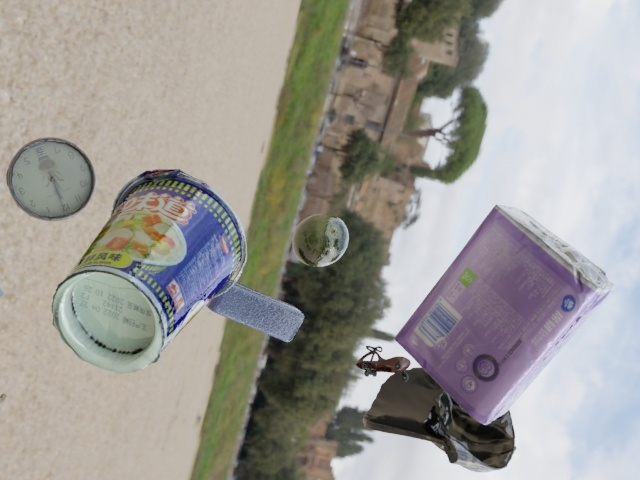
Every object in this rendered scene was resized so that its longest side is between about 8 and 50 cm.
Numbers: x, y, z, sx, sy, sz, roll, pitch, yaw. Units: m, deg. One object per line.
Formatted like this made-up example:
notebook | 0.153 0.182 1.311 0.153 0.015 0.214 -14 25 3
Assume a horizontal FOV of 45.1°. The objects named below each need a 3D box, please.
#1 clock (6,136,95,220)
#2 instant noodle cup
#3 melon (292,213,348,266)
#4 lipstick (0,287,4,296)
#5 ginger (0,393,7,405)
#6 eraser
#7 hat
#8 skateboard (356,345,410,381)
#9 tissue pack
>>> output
clock | -0.578 -0.132 1.661 0.040 0.184 0.184 -168 -87 -69
instant noodle cup | -0.305 0.061 1.344 0.312 0.284 0.284 -65 172 -61
melon | 0.000 0.000 1.652 0.167 0.114 0.114 -29 -135 63
lipstick | -0.760 0.084 1.752 0.107 0.025 0.025 66 30 -15
ginger | -0.944 0.470 2.219 0.097 0.030 0.048 -62 156 -51
eraser | -0.152 0.159 1.771 0.082 0.225 0.036 -61 -161 13
hat | 0.334 0.524 2.187 0.382 0.257 0.366 -18 -162 37
skateboard | 0.168 0.323 2.059 0.067 0.151 0.080 59 42 -43
tissue pack | 0.336 0.130 1.416 0.160 0.242 0.338 1 129 -57
